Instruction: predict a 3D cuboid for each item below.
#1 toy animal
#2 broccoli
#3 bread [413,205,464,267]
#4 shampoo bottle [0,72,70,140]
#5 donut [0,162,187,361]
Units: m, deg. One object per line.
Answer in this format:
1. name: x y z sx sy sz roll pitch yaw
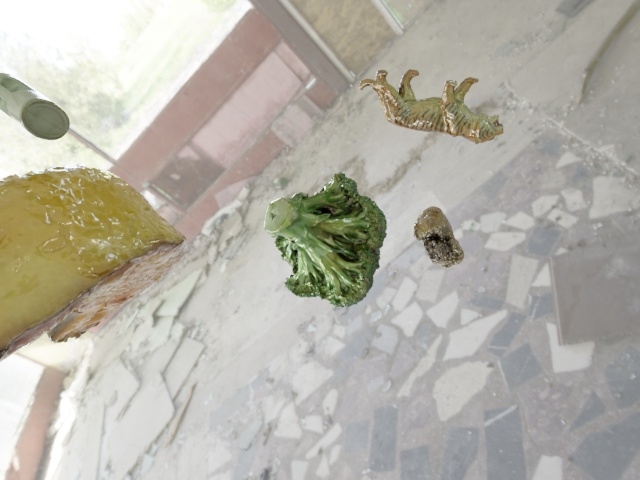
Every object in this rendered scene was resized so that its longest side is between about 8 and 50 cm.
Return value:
1. toy animal: 0.177 -0.217 0.774 0.241 0.099 0.057 11 32 12
2. broccoli: 0.000 0.000 0.932 0.254 0.269 0.269 -50 30 13
3. bread: 0.196 -0.008 0.813 0.060 0.113 0.082 -29 32 15
4. shampoo bottle: -0.693 -0.320 1.104 0.234 0.118 0.087 32 89 24
5. donut: -0.339 0.050 0.530 0.377 0.163 0.435 -32 6 32
